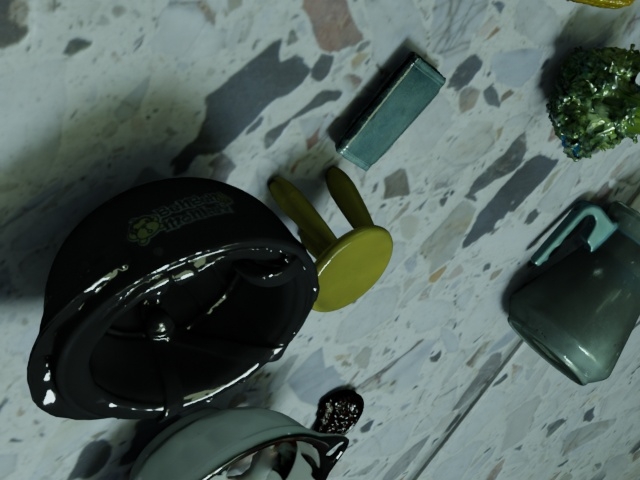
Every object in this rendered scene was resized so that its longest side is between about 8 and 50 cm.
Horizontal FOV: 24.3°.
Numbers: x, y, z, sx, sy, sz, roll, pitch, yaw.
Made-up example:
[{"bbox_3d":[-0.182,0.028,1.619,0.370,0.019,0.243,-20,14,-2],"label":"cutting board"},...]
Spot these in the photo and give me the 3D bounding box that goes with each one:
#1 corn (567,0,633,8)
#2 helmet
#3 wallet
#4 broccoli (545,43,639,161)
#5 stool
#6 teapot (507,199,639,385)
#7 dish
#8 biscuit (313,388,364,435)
[{"bbox_3d":[0.274,-0.279,1.549,0.207,0.068,0.068,3,127,-51],"label":"corn"},{"bbox_3d":[-0.149,0.039,1.350,0.279,0.160,0.230,-12,142,-22],"label":"helmet"},{"bbox_3d":[0.070,-0.132,1.529,0.129,0.026,0.088,-50,154,8],"label":"wallet"},{"bbox_3d":[0.340,-0.154,1.702,0.154,0.160,0.167,-55,151,-40],"label":"broccoli"},{"bbox_3d":[0.000,0.000,1.528,0.134,0.110,0.135,-40,151,-4],"label":"stool"},{"bbox_3d":[0.367,0.060,2.019,0.225,0.171,0.203,-49,120,-4],"label":"teapot"},{"bbox_3d":[-0.127,0.284,1.721,0.303,0.120,0.303,-30,148,-22],"label":"dish"},{"bbox_3d":[0.020,0.228,1.920,0.087,0.027,0.089,-47,151,4],"label":"biscuit"}]
